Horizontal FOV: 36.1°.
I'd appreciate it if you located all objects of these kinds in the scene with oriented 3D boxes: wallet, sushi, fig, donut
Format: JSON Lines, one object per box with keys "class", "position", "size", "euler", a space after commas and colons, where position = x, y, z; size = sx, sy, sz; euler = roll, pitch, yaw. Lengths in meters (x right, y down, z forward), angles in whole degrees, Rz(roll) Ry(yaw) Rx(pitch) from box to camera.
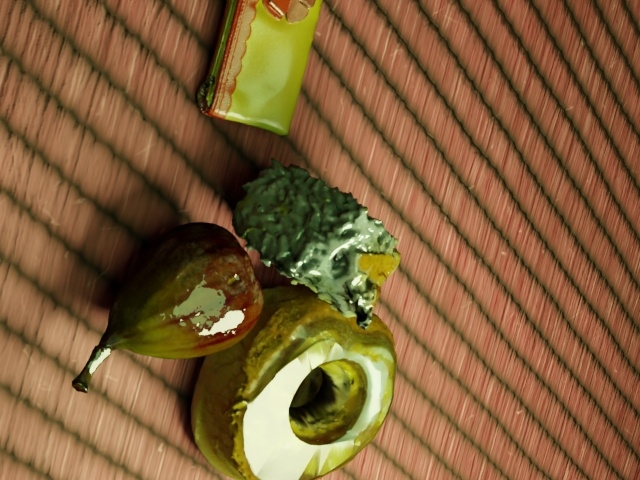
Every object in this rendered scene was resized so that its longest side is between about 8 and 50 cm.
{"class": "wallet", "position": [-0.072, -0.269, 1.306], "size": [0.141, 0.067, 0.241], "euler": [10, 96, -39]}
{"class": "sushi", "position": [0.000, 0.000, 1.312], "size": [0.139, 0.274, 0.184], "euler": [-57, 153, -2]}
{"class": "fig", "position": [-0.204, 0.098, 1.245], "size": [0.274, 0.145, 0.170], "euler": [-36, 113, -26]}
{"class": "donut", "position": [-0.023, 0.212, 1.420], "size": [0.330, 0.160, 0.330], "euler": [-5, 97, -40]}
